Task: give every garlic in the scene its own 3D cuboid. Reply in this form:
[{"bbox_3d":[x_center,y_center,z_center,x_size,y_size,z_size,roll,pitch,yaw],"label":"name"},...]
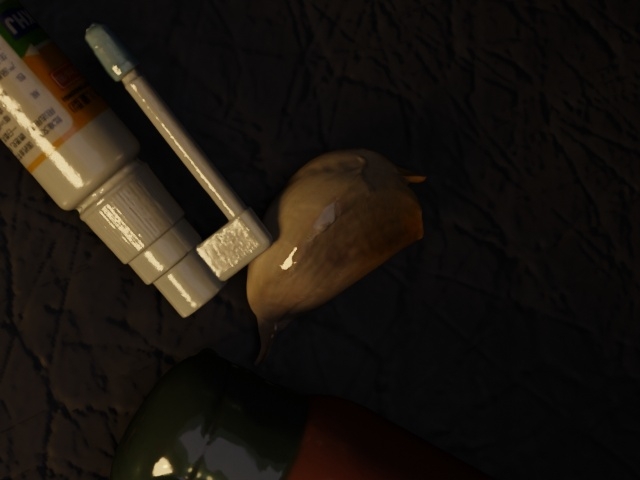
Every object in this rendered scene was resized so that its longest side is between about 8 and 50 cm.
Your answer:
[{"bbox_3d":[0.001,-0.002,0.818,0.152,0.066,0.084,-38,98,-16],"label":"garlic"}]

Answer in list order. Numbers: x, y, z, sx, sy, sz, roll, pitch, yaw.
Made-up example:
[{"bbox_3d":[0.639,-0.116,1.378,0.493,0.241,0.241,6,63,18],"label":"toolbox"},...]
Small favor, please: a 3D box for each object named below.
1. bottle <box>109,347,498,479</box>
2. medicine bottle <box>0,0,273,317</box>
[{"bbox_3d":[0.039,0.182,0.785,0.336,0.144,0.144,30,80,-8],"label":"bottle"},{"bbox_3d":[-0.126,-0.058,0.785,0.092,0.061,0.220,-38,97,13],"label":"medicine bottle"}]
